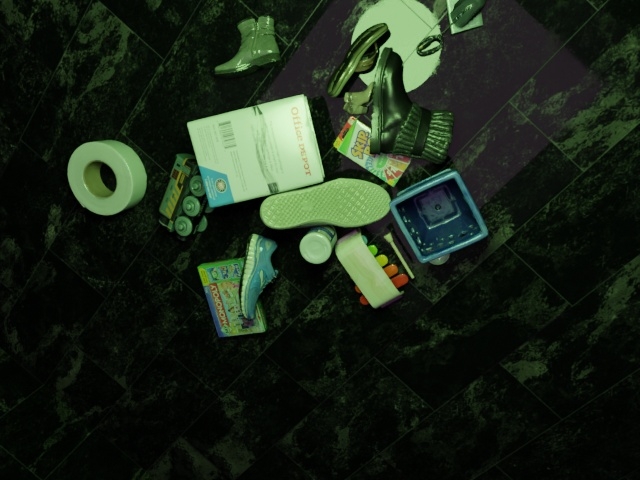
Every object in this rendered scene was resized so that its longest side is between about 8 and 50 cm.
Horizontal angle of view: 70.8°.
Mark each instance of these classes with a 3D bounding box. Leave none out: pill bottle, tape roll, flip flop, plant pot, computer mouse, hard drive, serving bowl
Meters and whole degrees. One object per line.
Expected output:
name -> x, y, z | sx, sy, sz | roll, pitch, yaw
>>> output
pill bottle -> 0.000, 0.000, 1.605 | 0.111, 0.187, 0.112 | 4, 109, 11
tape roll -> -0.833, -0.245, 1.762 | 0.285, 0.100, 0.287 | 4, 108, 11
flip flop -> 0.124, -0.574, 1.453 | 0.080, 0.112, 0.277 | 28, 111, -25
plant pot -> 0.382, -0.094, 1.478 | 0.235, 0.212, 0.236 | -26, 100, 18
computer mouse -> 0.394, -0.657, 1.367 | 0.242, 0.041, 0.071 | -40, 96, 21
hard drive -> 0.437, -0.712, 1.375 | 0.094, 0.022, 0.135 | -10, 105, 15
serving bowl -> 0.418, 0.043, 1.611 | 0.083, 0.027, 0.084 | 4, 108, 12

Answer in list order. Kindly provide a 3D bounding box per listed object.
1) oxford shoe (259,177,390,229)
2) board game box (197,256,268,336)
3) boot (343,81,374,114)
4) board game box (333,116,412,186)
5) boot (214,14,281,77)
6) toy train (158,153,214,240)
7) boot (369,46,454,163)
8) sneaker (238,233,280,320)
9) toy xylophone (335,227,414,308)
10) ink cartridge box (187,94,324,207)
oxford shoe -> 0.016, -0.122, 1.554 | 0.448, 0.130, 0.169 | -7, 95, -3
board game box -> -0.355, 0.233, 1.834 | 0.213, 0.046, 0.318 | -10, 104, 14
boot -> 0.125, -0.480, 1.507 | 0.086, 0.042, 0.119 | 18, 110, 9
board game box -> 0.179, -0.308, 1.554 | 0.259, 0.039, 0.124 | 34, 110, 3
boot -> -0.256, -0.655, 1.527 | 0.246, 0.083, 0.161 | -12, 97, 10
toy train -> -0.500, -0.165, 1.702 | 0.190, 0.142, 0.334 | 34, 113, 14
boot -> 0.298, -0.426, 1.437 | 0.259, 0.131, 0.348 | 6, 107, 9
sneaker -> -0.228, 0.148, 1.713 | 0.147, 0.130, 0.330 | 10, 98, -14
toy xylophone -> 0.203, 0.101, 1.648 | 0.236, 0.081, 0.323 | -24, 100, 18
ink cartridge box -> -0.204, -0.296, 1.521 | 0.394, 0.166, 0.286 | -12, 100, 3
